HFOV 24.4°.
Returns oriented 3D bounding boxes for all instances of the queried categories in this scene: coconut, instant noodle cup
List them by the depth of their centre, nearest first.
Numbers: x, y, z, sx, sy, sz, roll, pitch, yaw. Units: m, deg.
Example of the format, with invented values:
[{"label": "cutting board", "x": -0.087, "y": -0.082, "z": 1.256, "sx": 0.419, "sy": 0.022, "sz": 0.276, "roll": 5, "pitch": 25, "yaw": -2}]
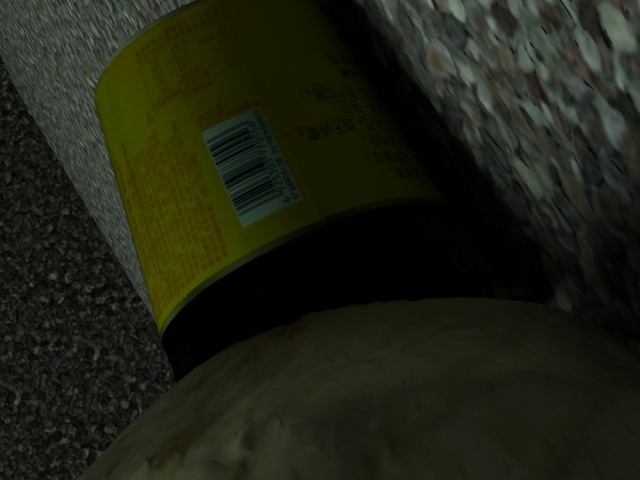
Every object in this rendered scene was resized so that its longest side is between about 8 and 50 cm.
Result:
[{"label": "coconut", "x": 0.039, "y": 0.240, "z": 0.598, "sx": 0.344, "sy": 0.415, "sz": 0.415, "roll": 17, "pitch": -164, "yaw": -33}, {"label": "instant noodle cup", "x": -0.020, "y": -0.011, "z": 0.842, "sx": 0.215, "sy": 0.215, "sz": 0.236, "roll": 96, "pitch": 151, "yaw": -71}]
